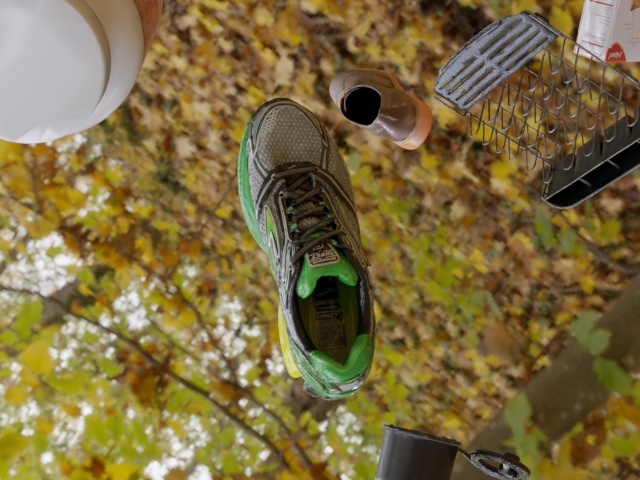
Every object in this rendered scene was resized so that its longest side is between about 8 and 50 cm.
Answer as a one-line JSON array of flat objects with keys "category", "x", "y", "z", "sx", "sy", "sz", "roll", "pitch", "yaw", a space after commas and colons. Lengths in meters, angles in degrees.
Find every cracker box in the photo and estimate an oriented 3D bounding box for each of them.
[{"category": "cracker box", "x": 0.476, "y": -0.386, "z": 1.441, "sx": 0.156, "sy": 0.232, "sz": 0.067, "roll": -10, "pitch": -151, "yaw": -34}]

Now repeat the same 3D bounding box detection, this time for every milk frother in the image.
[{"category": "milk frother", "x": 0.128, "y": 0.273, "z": 1.003, "sx": 0.143, "sy": 0.134, "sz": 0.129, "roll": 6, "pitch": 170, "yaw": 40}]

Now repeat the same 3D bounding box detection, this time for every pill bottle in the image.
[{"category": "pill bottle", "x": -0.322, "y": -0.263, "z": 1.179, "sx": 0.229, "sy": 0.229, "sz": 0.407, "roll": 33, "pitch": -162, "yaw": -17}]

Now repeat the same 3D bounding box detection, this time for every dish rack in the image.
[{"category": "dish rack", "x": 0.288, "y": -0.168, "z": 1.237, "sx": 0.272, "sy": 0.208, "sz": 0.074, "roll": 29, "pitch": -131, "yaw": -20}]

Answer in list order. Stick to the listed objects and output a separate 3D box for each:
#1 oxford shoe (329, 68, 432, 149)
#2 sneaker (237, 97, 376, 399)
[{"category": "oxford shoe", "x": 0.093, "y": -0.300, "z": 2.023, "sx": 0.133, "sy": 0.129, "sz": 0.364, "roll": 15, "pitch": -167, "yaw": -31}, {"category": "sneaker", "x": 0.000, "y": 0.000, "z": 1.064, "sx": 0.146, "sy": 0.134, "sz": 0.343, "roll": 126, "pitch": 129, "yaw": -75}]
